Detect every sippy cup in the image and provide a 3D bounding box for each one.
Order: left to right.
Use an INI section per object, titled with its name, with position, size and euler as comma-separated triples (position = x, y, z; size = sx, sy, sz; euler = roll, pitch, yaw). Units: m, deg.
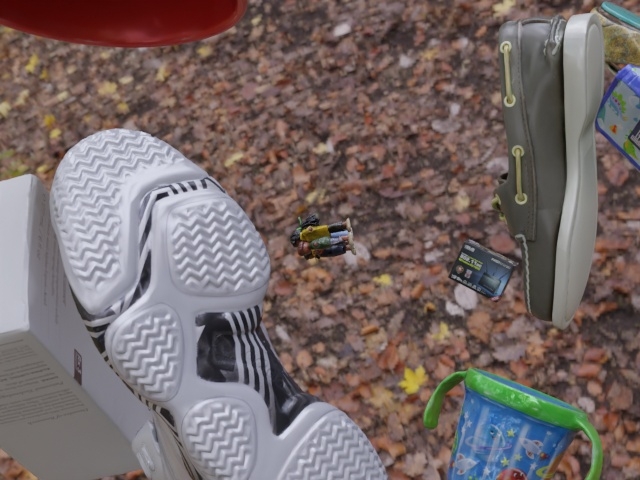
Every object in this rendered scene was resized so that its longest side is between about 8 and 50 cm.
[sippy cup]
position = 0.347, 0.382, 1.561
size = 0.224, 0.240, 0.305
euler = -68, 17, -1

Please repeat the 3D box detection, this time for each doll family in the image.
[doll family]
position = 0.000, 0.000, 1.424
size = 0.111, 0.193, 0.076
euler = -11, 76, 4

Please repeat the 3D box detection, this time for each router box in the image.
[router box]
position = 0.348, 0.064, 1.795
size = 0.122, 0.092, 0.038
euler = 27, 18, 18

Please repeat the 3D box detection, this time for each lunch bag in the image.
[lunch bag]
position = 0.377, -0.120, 0.924
size = 0.096, 0.151, 0.129
euler = -41, 68, 8

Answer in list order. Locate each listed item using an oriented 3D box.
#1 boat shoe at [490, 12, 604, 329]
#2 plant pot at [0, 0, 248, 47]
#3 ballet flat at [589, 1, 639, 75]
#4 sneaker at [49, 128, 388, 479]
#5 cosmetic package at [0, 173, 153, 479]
[boat shoe]
position = 0.217, -0.063, 0.814
size = 0.091, 0.305, 0.109
euler = 7, 20, 29
[plant pot]
position = -0.200, -0.335, 0.768
size = 0.275, 0.275, 0.243
euler = -1, 83, 17
[ballet flat]
position = 0.594, -0.279, 1.385
size = 0.348, 0.123, 0.123
euler = 30, 63, 18
[sneaker]
position = -0.104, 0.100, 0.654
size = 0.137, 0.366, 0.210
euler = -35, 7, -29
[cosmetic package]
position = -0.339, 0.131, 1.031
size = 0.156, 0.385, 0.217
euler = -14, 55, 4
